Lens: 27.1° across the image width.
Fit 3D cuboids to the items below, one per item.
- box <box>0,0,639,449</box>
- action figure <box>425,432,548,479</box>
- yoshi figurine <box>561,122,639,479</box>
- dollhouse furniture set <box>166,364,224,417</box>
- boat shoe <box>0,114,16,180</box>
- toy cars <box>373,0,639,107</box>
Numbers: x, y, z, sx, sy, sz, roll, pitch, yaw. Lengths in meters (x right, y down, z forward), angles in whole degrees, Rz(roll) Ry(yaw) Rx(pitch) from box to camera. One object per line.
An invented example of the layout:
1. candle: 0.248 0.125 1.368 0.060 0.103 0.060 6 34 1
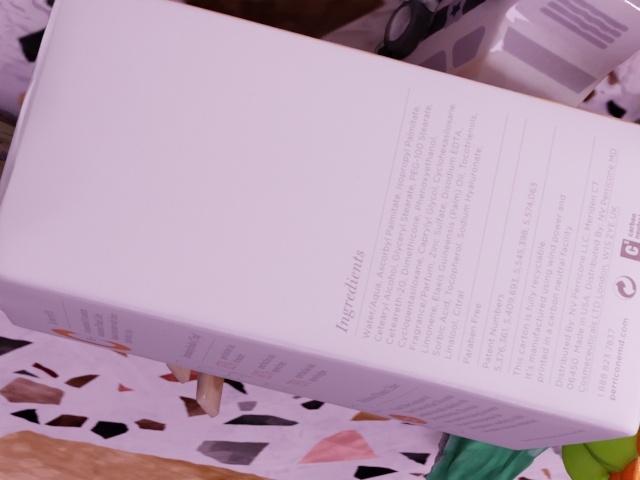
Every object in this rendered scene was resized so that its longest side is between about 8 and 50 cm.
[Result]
1. box: 0.000 0.000 0.778 0.345 0.168 0.215 14 168 -6
2. action figure: 0.166 0.207 1.341 0.137 0.063 0.232 7 145 -15
3. yoshi figurine: 0.262 0.042 1.001 0.203 0.203 0.362 -29 149 -33
4. dollhouse furniture set: 0.003 0.065 1.026 0.262 0.135 0.259 -7 149 12
5. boat shoe: -0.217 -0.027 0.917 0.285 0.089 0.104 24 142 -35
6. toy cars: 0.204 -0.095 0.729 0.394 0.087 0.176 3 152 20
